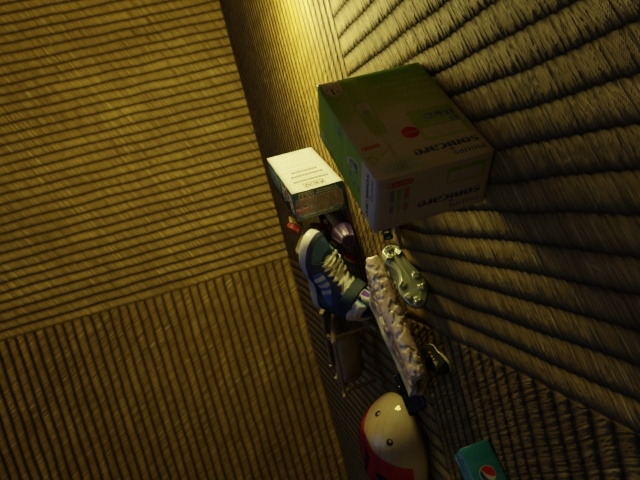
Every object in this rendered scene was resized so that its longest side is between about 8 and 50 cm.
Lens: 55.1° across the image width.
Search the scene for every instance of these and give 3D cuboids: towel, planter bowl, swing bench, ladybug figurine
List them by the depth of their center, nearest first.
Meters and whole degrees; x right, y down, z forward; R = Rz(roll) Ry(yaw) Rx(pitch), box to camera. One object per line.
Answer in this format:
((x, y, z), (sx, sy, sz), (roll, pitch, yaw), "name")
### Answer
((0.198, 0.242, 1.637), (0.317, 0.053, 0.332), (76, 173, -65), "towel")
((0.222, 0.669, 1.960), (0.449, 0.161, 0.305), (85, 164, -46), "ladybug figurine")
((0.097, 0.358, 2.134), (0.255, 0.165, 0.253), (-125, 21, -60), "swing bench")
((0.000, 0.000, 2.179), (0.162, 0.162, 0.109), (-130, 50, -65), "planter bowl")

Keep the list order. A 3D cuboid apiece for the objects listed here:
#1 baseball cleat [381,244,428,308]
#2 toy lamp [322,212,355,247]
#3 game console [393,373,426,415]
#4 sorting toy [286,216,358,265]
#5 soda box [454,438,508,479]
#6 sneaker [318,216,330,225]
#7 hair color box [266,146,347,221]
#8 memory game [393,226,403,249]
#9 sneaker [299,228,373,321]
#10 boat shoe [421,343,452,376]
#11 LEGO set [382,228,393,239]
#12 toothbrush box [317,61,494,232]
((0.213, 0.100, 1.487), (0.109, 0.072, 0.206), (65, -177, -46), "baseball cleat")
((0.050, -0.058, 2.009), (0.275, 0.080, 0.080), (-119, 16, -58), "toy lamp")
((0.271, 0.441, 1.788), (0.107, 0.071, 0.122), (31, -146, -60), "game console")
((0.012, -0.017, 2.045), (0.046, 0.274, 0.132), (-61, -4, 17), "sorting toy")
((0.365, 0.539, 1.299), (0.067, 0.071, 0.210), (90, 160, -58), "soda box")
((-0.004, -0.131, 2.222), (0.170, 0.051, 0.089), (66, 166, 2), "sneaker")
((-0.053, -0.196, 2.054), (0.347, 0.173, 0.105), (-124, 21, -59), "hair color box")
((0.168, -0.067, 1.450), (0.186, 0.012, 0.186), (-15, -90, -85), "memory game")
((0.075, 0.118, 1.911), (0.236, 0.130, 0.323), (15, 134, 30), "sneaker")
((0.272, 0.288, 1.488), (0.133, 0.042, 0.049), (-138, 31, -72), "boat shoe")
((0.135, -0.122, 1.444), (0.182, 0.060, 0.244), (-2, -101, -73), "LEGO set")
((0.135, -0.172, 1.072), (0.122, 0.206, 0.283), (87, 164, -49), "toothbrush box")
